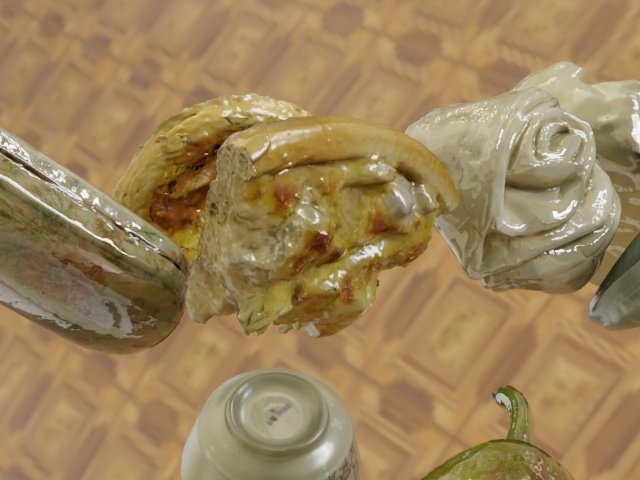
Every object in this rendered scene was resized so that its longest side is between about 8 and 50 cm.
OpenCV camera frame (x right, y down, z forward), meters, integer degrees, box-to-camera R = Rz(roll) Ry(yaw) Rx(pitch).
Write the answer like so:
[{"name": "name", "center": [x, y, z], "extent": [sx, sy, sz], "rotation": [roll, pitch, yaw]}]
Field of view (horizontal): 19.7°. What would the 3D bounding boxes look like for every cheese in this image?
[{"name": "cheese", "center": [0.333, -0.063, 2.037], "extent": [0.326, 0.318, 0.115], "rotation": [8, 57, 31]}]

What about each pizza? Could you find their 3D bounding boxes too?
[{"name": "pizza", "center": [0.000, 0.000, 1.572], "extent": [0.089, 0.323, 0.223], "rotation": [42, 108, 31]}]

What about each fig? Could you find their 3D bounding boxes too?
[{"name": "fig", "center": [0.121, 0.164, 1.186], "extent": [0.149, 0.149, 0.245], "rotation": [-29, 28, 32]}]

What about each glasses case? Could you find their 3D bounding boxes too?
[{"name": "glasses case", "center": [-0.306, -0.033, 1.635], "extent": [0.156, 0.425, 0.098], "rotation": [-39, 26, 41]}]

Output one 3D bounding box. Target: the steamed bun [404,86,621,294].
[{"name": "steamed bun", "center": [0.208, -0.059, 1.795], "extent": [0.144, 0.211, 0.218], "rotation": [-38, 70, 45]}]

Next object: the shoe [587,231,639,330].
[{"name": "shoe", "center": [0.346, 0.024, 1.761], "extent": [0.103, 0.100, 0.251], "rotation": [-53, -3, -33]}]

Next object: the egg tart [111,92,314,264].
[{"name": "egg tart", "center": [-0.116, -0.053, 2.099], "extent": [0.290, 0.290, 0.115], "rotation": [-45, 41, 12]}]

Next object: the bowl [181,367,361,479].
[{"name": "bowl", "center": [-0.052, 0.226, 2.086], "extent": [0.112, 0.211, 0.211], "rotation": [98, 174, -49]}]
